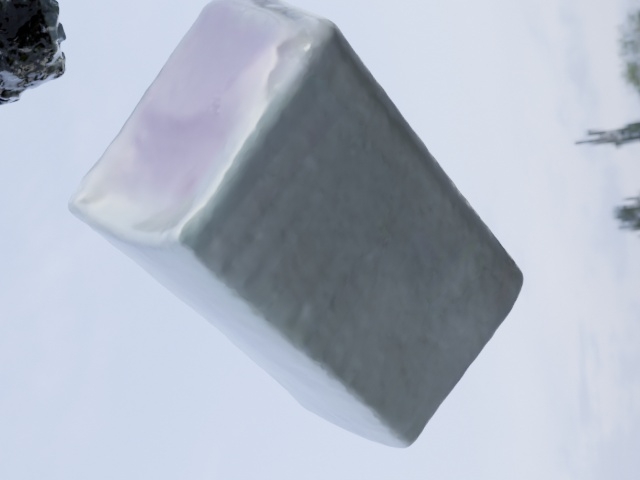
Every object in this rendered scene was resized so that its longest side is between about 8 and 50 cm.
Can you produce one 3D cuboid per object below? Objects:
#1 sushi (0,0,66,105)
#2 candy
[{"bbox_3d":[-0.301,-0.217,0.921,0.225,0.126,0.136,50,157,22],"label":"sushi"},{"bbox_3d":[0.003,-0.001,0.844,0.208,0.145,0.358,-56,-46,-14],"label":"candy"}]
